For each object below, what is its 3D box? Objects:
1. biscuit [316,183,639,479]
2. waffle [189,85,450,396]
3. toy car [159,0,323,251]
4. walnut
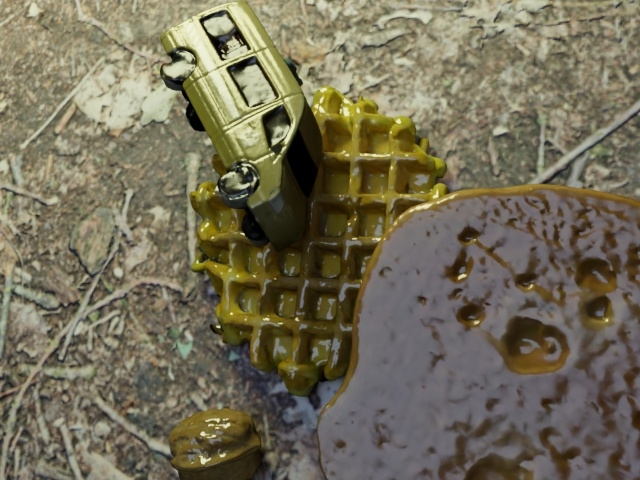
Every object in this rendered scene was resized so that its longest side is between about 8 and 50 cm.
[{"bbox_3d":[0.207,0.130,0.893,0.385,0.062,0.365,20,87,12],"label":"biscuit"},{"bbox_3d":[-0.006,-0.009,1.030,0.329,0.062,0.329,-5,77,20],"label":"waffle"},{"bbox_3d":[-0.064,-0.116,0.994,0.124,0.101,0.256,-29,60,0],"label":"toy car"},{"bbox_3d":[-0.103,0.209,1.008,0.096,0.082,0.078,-10,102,18],"label":"walnut"}]
